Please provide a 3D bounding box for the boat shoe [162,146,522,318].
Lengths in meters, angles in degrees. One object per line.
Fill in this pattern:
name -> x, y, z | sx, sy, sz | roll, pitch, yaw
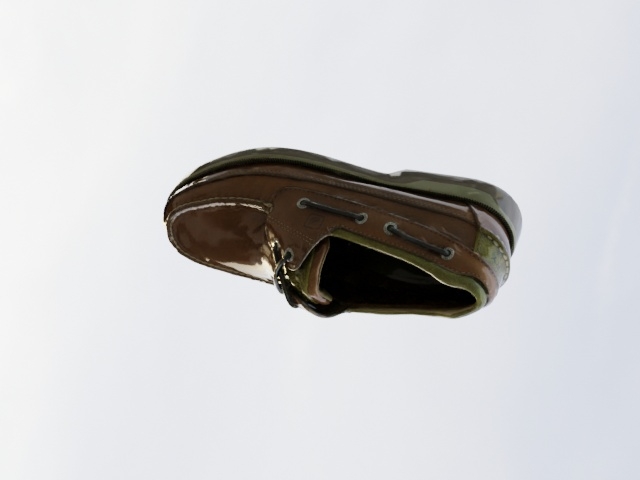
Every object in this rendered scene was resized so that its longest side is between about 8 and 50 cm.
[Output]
boat shoe -> 0.000, 0.000, 1.210 | 0.307, 0.110, 0.104 | 1, -137, 25
